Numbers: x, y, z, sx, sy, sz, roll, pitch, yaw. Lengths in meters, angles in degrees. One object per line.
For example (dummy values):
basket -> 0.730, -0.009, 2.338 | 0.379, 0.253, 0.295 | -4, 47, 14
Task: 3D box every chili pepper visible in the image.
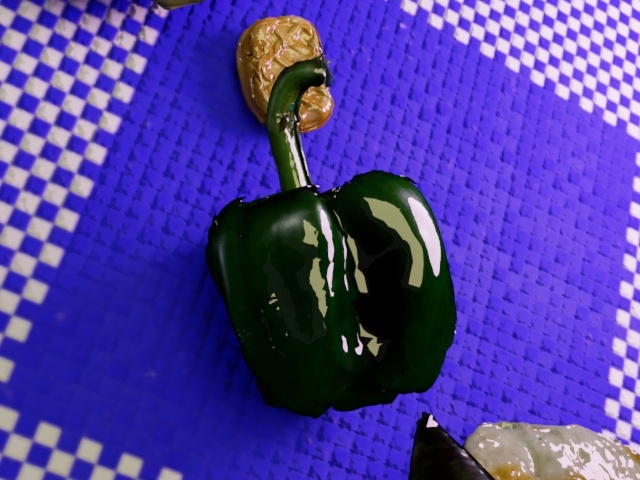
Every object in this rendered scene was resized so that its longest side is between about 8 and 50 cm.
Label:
chili pepper -> 0.000, 0.000, 0.759 | 0.173, 0.165, 0.261 | -12, 79, -11

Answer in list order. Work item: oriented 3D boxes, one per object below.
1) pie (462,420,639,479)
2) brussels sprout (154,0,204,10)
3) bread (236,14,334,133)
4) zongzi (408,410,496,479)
pie -> 0.209, 0.271, 0.786 | 0.274, 0.105, 0.257 | 33, 59, -8
brussels sprout -> -0.130, -0.357, 0.795 | 0.328, 0.247, 0.328 | 12, 61, -22
bread -> -0.031, -0.144, 0.871 | 0.083, 0.044, 0.111 | -5, 75, -27
zongzi -> 0.120, 0.311, 0.616 | 0.319, 0.383, 0.362 | -8, 40, -17
